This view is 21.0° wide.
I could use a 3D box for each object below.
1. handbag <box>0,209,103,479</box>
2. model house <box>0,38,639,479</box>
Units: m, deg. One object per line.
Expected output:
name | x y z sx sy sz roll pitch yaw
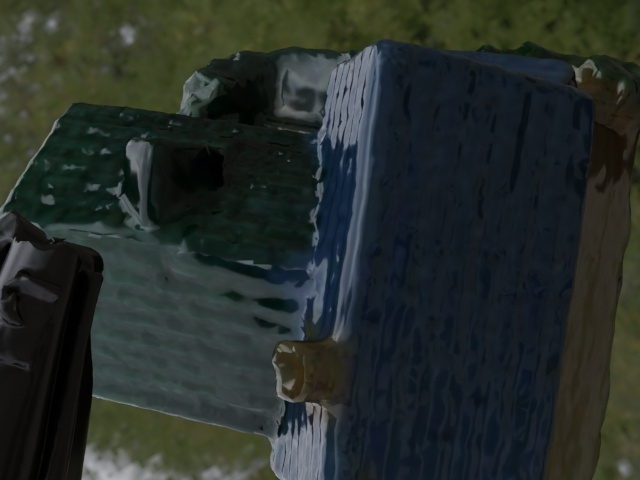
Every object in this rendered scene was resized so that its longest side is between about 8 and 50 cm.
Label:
handbag | -0.175 0.120 0.892 0.113 0.257 0.285 17 173 -3
model house | 0.000 0.000 1.201 0.342 0.382 0.335 11 -93 -65
